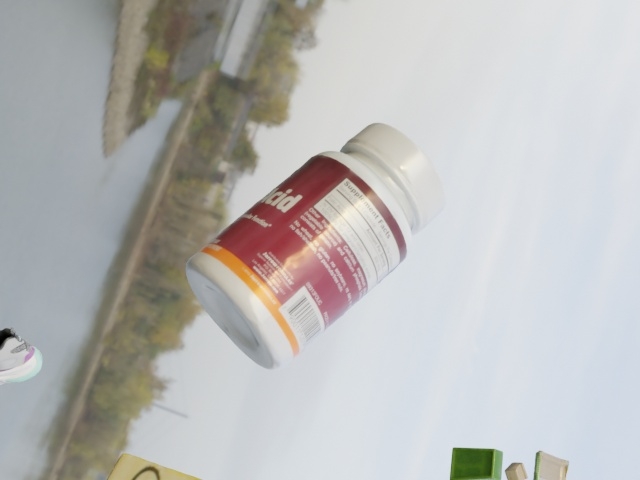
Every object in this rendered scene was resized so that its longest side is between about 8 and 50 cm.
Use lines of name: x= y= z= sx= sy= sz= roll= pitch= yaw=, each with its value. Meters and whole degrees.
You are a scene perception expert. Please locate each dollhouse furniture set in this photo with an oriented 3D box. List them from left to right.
dollhouse furniture set: x=0.214 y=0.271 z=1.154 sx=0.058 sy=0.151 sz=0.076 roll=-12 pitch=-118 yaw=44

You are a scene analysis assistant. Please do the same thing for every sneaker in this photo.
sneaker: x=-0.299 y=0.103 z=0.888 sx=0.098 sy=0.069 sz=0.038 roll=-28 pitch=-141 yaw=1

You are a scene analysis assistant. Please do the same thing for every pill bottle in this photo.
pill bottle: x=0.000 y=0.000 z=1.629 sx=0.392 sy=0.224 sz=0.224 roll=-41 pitch=177 yaw=-19

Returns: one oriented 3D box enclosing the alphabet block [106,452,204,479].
alphabet block: x=-0.152 y=0.372 z=1.095 sx=0.197 sy=0.192 sz=0.193 roll=-60 pitch=138 yaw=-25
